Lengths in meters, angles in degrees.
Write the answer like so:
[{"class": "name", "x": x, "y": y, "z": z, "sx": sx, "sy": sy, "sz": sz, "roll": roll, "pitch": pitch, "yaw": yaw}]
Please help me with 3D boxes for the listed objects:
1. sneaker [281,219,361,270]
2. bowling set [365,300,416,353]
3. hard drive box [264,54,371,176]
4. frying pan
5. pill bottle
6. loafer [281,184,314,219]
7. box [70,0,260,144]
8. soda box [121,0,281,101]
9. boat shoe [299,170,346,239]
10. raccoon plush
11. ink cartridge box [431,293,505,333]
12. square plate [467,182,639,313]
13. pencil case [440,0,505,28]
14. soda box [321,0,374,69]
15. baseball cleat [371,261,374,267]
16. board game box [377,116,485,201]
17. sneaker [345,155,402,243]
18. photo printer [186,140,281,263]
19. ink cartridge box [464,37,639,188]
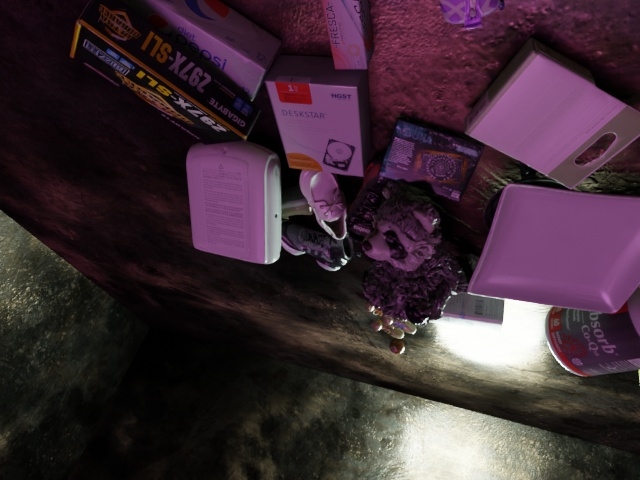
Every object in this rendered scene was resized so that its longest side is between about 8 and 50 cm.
[{"class": "sneaker", "x": 0.000, "y": 0.000, "z": 1.247, "sx": 0.268, "sy": 0.102, "sz": 0.153, "roll": 30, "pitch": 148, "yaw": -28}, {"class": "bowling set", "x": 0.257, "y": 0.290, "z": 1.477, "sx": 0.154, "sy": 0.200, "sz": 0.287, "roll": 25, "pitch": 145, "yaw": -6}, {"class": "hard drive box", "x": 0.006, "y": -0.251, "z": 0.845, "sx": 0.180, "sy": 0.089, "sz": 0.232, "roll": 9, "pitch": 148, "yaw": 16}, {"class": "frying pan", "x": 0.422, "y": -0.103, "z": 0.876, "sx": 0.197, "sy": 0.053, "sz": 0.326, "roll": -27, "pitch": 118, "yaw": 40}, {"class": "pill bottle", "x": 0.786, "y": 0.215, "z": 1.031, "sx": 0.210, "sy": 0.210, "sz": 0.363, "roll": 26, "pitch": 149, "yaw": -11}, {"class": "loafer", "x": -0.117, "y": -0.093, "z": 1.162, "sx": 0.250, "sy": 0.095, "sz": 0.087, "roll": -1, "pitch": 140, "yaw": 31}, {"class": "box", "x": -0.309, "y": -0.313, "z": 0.813, "sx": 0.321, "sy": 0.080, "sz": 0.257, "roll": 32, "pitch": 170, "yaw": -34}, {"class": "soda box", "x": -0.224, "y": -0.388, "z": 0.752, "sx": 0.286, "sy": 0.091, "sz": 0.098, "roll": 28, "pitch": 150, "yaw": -14}, {"class": "boat shoe", "x": 0.026, "y": -0.095, "z": 1.048, "sx": 0.098, "sy": 0.096, "sz": 0.277, "roll": -32, "pitch": 148, "yaw": -3}, {"class": "raccoon plush", "x": 0.265, "y": -0.005, "z": 0.997, "sx": 0.216, "sy": 0.446, "sz": 0.300, "roll": 27, "pitch": 123, "yaw": 34}, {"class": "ink cartridge box", "x": 0.432, "y": 0.175, "z": 1.221, "sx": 0.212, "sy": 0.155, "sz": 0.093, "roll": 6, "pitch": 150, "yaw": 20}, {"class": "square plate", "x": 0.534, "y": 0.020, "z": 0.894, "sx": 0.346, "sy": 0.049, "sz": 0.344, "roll": 7, "pitch": 134, "yaw": 9}, {"class": "pencil case", "x": 0.181, "y": -0.386, "z": 0.528, "sx": 0.086, "sy": 0.088, "sz": 0.206, "roll": -3, "pitch": 142, "yaw": 29}, {"class": "soda box", "x": 0.043, "y": -0.372, "z": 0.659, "sx": 0.062, "sy": 0.058, "sz": 0.183, "roll": 8, "pitch": 148, "yaw": 20}, {"class": "baseball cleat", "x": 0.252, "y": 0.128, "z": 1.306, "sx": 0.205, "sy": 0.072, "sz": 0.110, "roll": 19, "pitch": 151, "yaw": 21}, {"class": "board game box", "x": 0.228, "y": -0.168, "z": 0.855, "sx": 0.186, "sy": 0.026, "sz": 0.126, "roll": 19, "pitch": 118, "yaw": 1}, {"class": "sneaker", "x": 0.126, "y": -0.085, "z": 0.999, "sx": 0.097, "sy": 0.135, "sz": 0.276, "roll": 21, "pitch": 148, "yaw": 0}, {"class": "photo printer", "x": -0.225, "y": -0.109, "z": 1.075, "sx": 0.255, "sy": 0.107, "sz": 0.308, "roll": 10, "pitch": 114, "yaw": 20}, {"class": "ink cartridge box", "x": 0.397, "y": -0.207, "z": 0.700, "sx": 0.234, "sy": 0.056, "sz": 0.171, "roll": 24, "pitch": 140, "yaw": -8}]
